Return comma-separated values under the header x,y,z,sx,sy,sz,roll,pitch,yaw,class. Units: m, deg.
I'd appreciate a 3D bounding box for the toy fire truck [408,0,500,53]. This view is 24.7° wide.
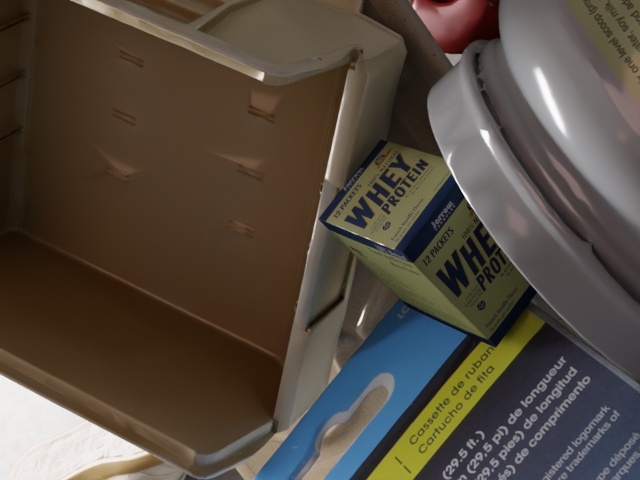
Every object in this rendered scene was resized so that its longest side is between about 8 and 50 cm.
x,y,z,sx,sy,sz,roll,pitch,yaw,class
0.048,-0.170,0.922,0.217,0.158,0.246,46,131,35,toy fire truck

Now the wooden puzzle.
x,y,z,sx,sy,sz,roll,pitch,yaw,class
0.000,0.000,0.921,0.322,0.080,0.348,-29,96,38,wooden puzzle

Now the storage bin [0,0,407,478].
x,y,z,sx,sy,sz,roll,pitch,yaw,class
-0.109,-0.036,0.840,0.260,0.123,0.262,25,124,19,storage bin

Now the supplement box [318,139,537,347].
x,y,z,sx,sy,sz,roll,pitch,yaw,class
0.060,0.000,0.757,0.056,0.083,0.083,-52,32,-10,supplement box

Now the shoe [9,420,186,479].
x,y,z,sx,sy,sz,roll,pitch,yaw,class
-0.141,0.159,1.097,0.219,0.058,0.077,-25,40,31,shoe

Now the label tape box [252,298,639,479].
x,y,z,sx,sy,sz,roll,pitch,yaw,class
0.101,0.187,0.718,0.249,0.115,0.347,-51,35,1,label tape box

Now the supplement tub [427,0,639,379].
x,y,z,sx,sy,sz,roll,pitch,yaw,class
0.233,-0.104,0.677,0.325,0.235,0.235,-41,62,23,supplement tub
